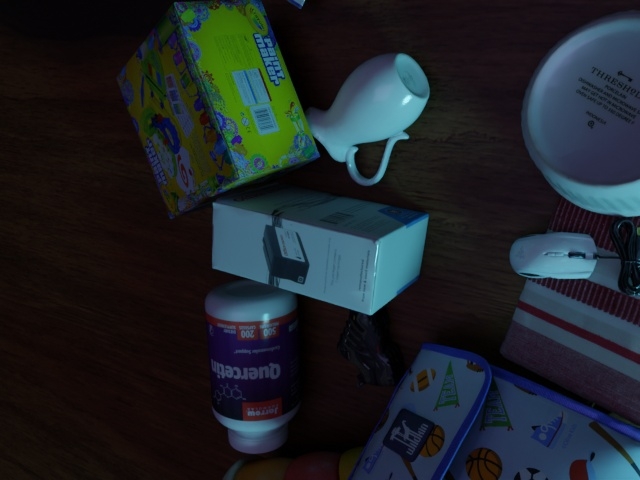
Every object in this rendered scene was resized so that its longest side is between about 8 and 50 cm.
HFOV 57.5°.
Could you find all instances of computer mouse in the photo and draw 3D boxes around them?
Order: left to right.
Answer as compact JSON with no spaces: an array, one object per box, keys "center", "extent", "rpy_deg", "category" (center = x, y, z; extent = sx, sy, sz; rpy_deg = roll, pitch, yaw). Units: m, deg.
[{"center":[0.357,0.024,0.841],"extent":[0.193,0.042,0.106],"rpy_deg":[-3,83,43],"category":"computer mouse"}]

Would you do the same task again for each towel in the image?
[{"center":[0.417,0.067,0.833],"extent":[0.237,0.037,0.329],"rpy_deg":[27,102,42],"category":"towel"}]

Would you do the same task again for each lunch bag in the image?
[{"center":[0.249,0.365,0.883],"extent":[0.385,0.239,0.328],"rpy_deg":[22,72,34],"category":"lunch bag"}]

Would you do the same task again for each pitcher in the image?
[{"center":[0.091,-0.198,0.977],"extent":[0.207,0.125,0.178],"rpy_deg":[-29,102,42],"category":"pitcher"}]

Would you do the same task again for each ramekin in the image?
[{"center":[0.392,-0.167,0.760],"extent":[0.273,0.127,0.273],"rpy_deg":[-1,89,41],"category":"ramekin"}]

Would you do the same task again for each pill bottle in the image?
[{"center":[-0.131,0.249,1.167],"extent":[0.181,0.181,0.323],"rpy_deg":[5,105,28],"category":"pill bottle"}]

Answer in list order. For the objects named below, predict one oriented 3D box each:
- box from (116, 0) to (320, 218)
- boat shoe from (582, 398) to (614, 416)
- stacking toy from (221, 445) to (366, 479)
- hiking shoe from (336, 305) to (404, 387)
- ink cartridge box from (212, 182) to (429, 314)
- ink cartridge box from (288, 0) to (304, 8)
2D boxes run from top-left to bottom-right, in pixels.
[{"center":[-0.193,-0.224,1.043],"extent":[0.279,0.177,0.290],"rpy_deg":[-18,94,51],"category":"box"},{"center":[0.473,0.215,0.887],"extent":[0.064,0.060,0.178],"rpy_deg":[43,119,14],"category":"boat shoe"},{"center":[0.076,0.510,1.087],"extent":[0.480,0.350,0.350],"rpy_deg":[-27,88,15],"category":"stacking toy"},{"center":[0.070,0.174,1.091],"extent":[0.114,0.086,0.227],"rpy_deg":[-17,94,28],"category":"hiking shoe"},{"center":[0.000,0.000,1.007],"extent":[0.307,0.223,0.129],"rpy_deg":[14,109,26],"category":"ink cartridge box"},{"center":[-0.064,-0.607,0.988],"extent":[0.303,0.072,0.307],"rpy_deg":[39,120,15],"category":"ink cartridge box"}]
